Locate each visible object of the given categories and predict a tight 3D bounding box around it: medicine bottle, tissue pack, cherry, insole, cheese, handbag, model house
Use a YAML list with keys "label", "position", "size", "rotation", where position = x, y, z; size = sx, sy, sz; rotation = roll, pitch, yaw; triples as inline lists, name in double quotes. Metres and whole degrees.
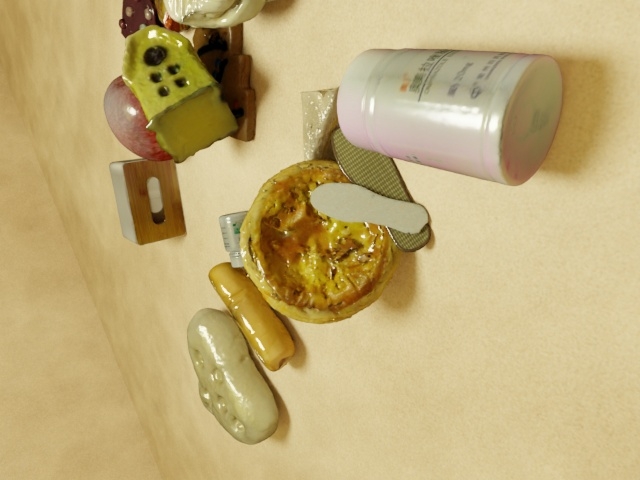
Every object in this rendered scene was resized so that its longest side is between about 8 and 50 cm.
- label: "medicine bottle"
  position: [-0.199, -0.004, 1.160]
  size: [0.080, 0.080, 0.130]
  rotation: [-2, 103, 50]
- label: "tissue pack"
  position: [-0.528, -0.126, 1.441]
  size: [0.136, 0.160, 0.245]
  rotation: [12, 114, 49]
- label: "cherry"
  position: [-0.460, -0.317, 1.251]
  size: [0.240, 0.206, 0.239]
  rotation: [11, 110, 34]
- label: "insole"
  position: [0.080, -0.055, 0.780]
  size: [0.197, 0.004, 0.065]
  rotation: [13, 82, 7]
- label: "cheese"
  position: [-0.239, 0.382, 1.311]
  size: [0.328, 0.130, 0.350]
  rotation: [20, 120, 47]
- label: "insole"
  position: [0.102, -0.094, 0.790]
  size: [0.253, 0.086, 0.005]
  rotation: [58, 179, 10]
- label: "handbag"
  position: [-0.480, -0.590, 1.278]
  size: [0.203, 0.074, 0.216]
  rotation: [55, 138, 21]
- label: "model house"
  position: [-0.313, -0.313, 0.990]
  size: [0.234, 0.175, 0.193]
  rotation: [52, 175, 15]
- label: "medicine bottle"
  position: [0.159, -0.172, 0.623]
  size: [0.254, 0.152, 0.152]
  rotation: [25, 121, 42]

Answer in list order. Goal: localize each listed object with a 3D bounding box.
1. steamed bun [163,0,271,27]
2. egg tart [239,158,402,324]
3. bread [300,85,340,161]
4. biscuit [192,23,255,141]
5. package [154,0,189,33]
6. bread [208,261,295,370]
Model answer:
- label: "steamed bun"
  position: [-0.149, -0.530, 0.815]
  size: [0.320, 0.206, 0.275]
  rotation: [-22, 103, 29]
- label: "egg tart"
  position: [0.000, 0.000, 0.835]
  size: [0.115, 0.291, 0.290]
  rotation: [96, 151, -81]
- label: "bread"
  position: [0.023, -0.196, 0.833]
  size: [0.105, 0.077, 0.152]
  rotation: [14, 116, 47]
- label: "biscuit"
  position: [-0.225, -0.363, 1.086]
  size: [0.278, 0.043, 0.301]
  rotation: [-39, 73, 49]
- label: "package"
  position: [-0.301, -0.565, 1.024]
  size: [0.288, 0.109, 0.223]
  rotation: [-138, 52, -59]
- label: "bread"
  position: [-0.166, 0.181, 1.168]
  size: [0.305, 0.091, 0.142]
  rotation: [51, 180, 23]
